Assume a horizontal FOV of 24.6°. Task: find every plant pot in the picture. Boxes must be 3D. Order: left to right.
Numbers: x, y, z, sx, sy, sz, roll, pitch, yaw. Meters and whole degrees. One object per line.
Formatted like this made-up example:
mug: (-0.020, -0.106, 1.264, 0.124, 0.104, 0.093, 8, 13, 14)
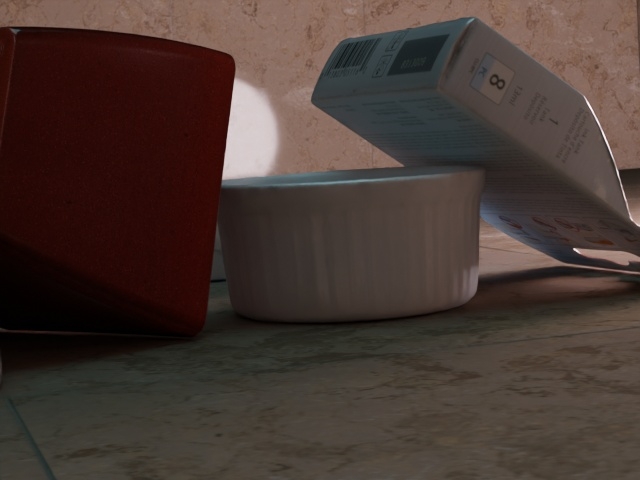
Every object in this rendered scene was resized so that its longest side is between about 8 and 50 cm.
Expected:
plant pot: (-0.265, -0.065, 1.316, 0.267, 0.267, 0.236, -1, -12, 35)

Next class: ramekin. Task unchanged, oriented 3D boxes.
ramekin: (0.030, 0.000, 1.461, 0.277, 0.135, 0.277, -4, 5, 0)

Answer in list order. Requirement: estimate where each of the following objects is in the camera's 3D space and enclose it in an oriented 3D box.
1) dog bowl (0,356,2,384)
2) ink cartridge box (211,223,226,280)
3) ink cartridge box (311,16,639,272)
dog bowl: (-0.376, 0.070, 1.097, 0.265, 0.104, 0.265, -4, 5, 0)
ink cartridge box: (-0.194, 0.008, 1.889, 0.134, 0.078, 0.231, -5, 5, -21)
ink cartridge box: (0.213, -0.090, 1.544, 0.385, 0.091, 0.308, 30, -10, -22)
